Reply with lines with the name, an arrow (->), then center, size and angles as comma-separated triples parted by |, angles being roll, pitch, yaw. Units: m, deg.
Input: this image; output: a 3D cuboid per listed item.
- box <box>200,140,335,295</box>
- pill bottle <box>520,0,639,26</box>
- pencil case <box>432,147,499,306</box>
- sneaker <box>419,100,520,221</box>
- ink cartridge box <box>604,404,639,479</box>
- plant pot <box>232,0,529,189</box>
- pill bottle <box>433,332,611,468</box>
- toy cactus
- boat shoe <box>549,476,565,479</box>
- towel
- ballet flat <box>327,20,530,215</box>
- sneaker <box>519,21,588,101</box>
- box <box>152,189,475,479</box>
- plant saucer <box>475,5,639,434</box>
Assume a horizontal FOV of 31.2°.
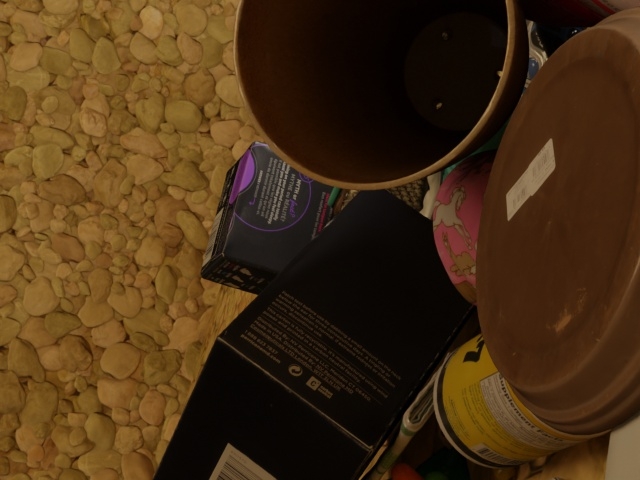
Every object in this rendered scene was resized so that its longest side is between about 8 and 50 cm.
box -> 0.000, 0.000, 1.510 | 0.143, 0.270, 0.165 | 143, 143, -68
pill bottle -> 0.246, -0.299, 0.994 | 0.407, 0.229, 0.229 | -134, 63, -75
pencil case -> 0.228, -0.050, 0.902 | 0.386, 0.160, 0.167 | 144, 124, -69
sneaker -> 0.173, -0.032, 1.278 | 0.110, 0.107, 0.275 | -114, 34, -51
ink cartridge box -> 0.258, 0.080, 0.662 | 0.127, 0.128, 0.176 | 140, 145, -66
plant pot -> 0.085, -0.161, 1.007 | 0.254, 0.237, 0.237 | -5, -63, -66
pill bottle -> 0.186, 0.111, 0.938 | 0.208, 0.119, 0.119 | 134, 151, -61
toy cactus -> 0.123, 0.217, 1.135 | 0.219, 0.112, 0.180 | 110, 180, -49
boat shoe -> 0.177, 0.242, 0.981 | 0.035, 0.035, 0.100 | -97, 28, -62
towel -> 0.080, 0.181, 1.098 | 0.113, 0.023, 0.152 | -43, -13, -44
ballet flat -> 0.163, -0.204, 1.327 | 0.164, 0.182, 0.482 | -52, -17, -68
sneaker -> 0.235, -0.164, 1.189 | 0.081, 0.080, 0.211 | 127, 158, -47
box -> -0.006, 0.168, 1.230 | 0.312, 0.179, 0.343 | -45, -13, -47
plant saucer -> 0.165, -0.016, 0.733 | 0.278, 0.041, 0.277 | -169, 90, -75
